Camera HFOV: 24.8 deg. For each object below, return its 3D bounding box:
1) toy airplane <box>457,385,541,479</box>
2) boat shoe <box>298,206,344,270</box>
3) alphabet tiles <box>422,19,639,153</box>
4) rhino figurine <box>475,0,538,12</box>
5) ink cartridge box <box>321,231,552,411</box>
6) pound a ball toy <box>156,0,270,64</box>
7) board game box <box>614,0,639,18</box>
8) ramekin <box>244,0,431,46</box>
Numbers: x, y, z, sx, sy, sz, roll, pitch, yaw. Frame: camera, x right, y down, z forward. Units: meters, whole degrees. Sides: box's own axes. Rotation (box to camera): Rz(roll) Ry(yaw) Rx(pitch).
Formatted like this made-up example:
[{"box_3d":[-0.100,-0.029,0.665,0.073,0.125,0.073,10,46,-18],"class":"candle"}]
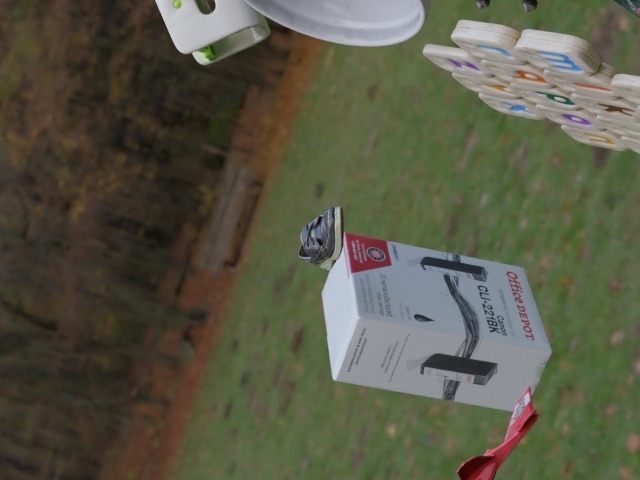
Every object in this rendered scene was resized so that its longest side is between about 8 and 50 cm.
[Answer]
[{"box_3d":[0.180,0.218,1.484,0.151,0.028,0.151,-47,-20,-22],"class":"toy airplane"},{"box_3d":[0.000,0.000,1.787,0.152,0.049,0.056,107,166,-66],"class":"boat shoe"},{"box_3d":[0.246,-0.138,1.380,0.278,0.284,0.021,16,82,39],"class":"alphabet tiles"},{"box_3d":[0.307,-0.405,2.237,0.243,0.106,0.073,12,73,49],"class":"rhino figurine"},{"box_3d":[0.152,0.110,1.946,0.197,0.273,0.114,-98,24,-55],"class":"ink cartridge box"},{"box_3d":[-0.166,-0.401,1.927,0.208,0.136,0.319,5,-118,-82],"class":"pound a ball toy"},{"box_3d":[0.401,-0.221,1.415,0.136,0.259,0.030,-39,-25,-26],"class":"board game box"},{"box_3d":[0.016,-0.284,1.395,0.207,0.207,0.109,127,161,-72],"class":"ramekin"}]
